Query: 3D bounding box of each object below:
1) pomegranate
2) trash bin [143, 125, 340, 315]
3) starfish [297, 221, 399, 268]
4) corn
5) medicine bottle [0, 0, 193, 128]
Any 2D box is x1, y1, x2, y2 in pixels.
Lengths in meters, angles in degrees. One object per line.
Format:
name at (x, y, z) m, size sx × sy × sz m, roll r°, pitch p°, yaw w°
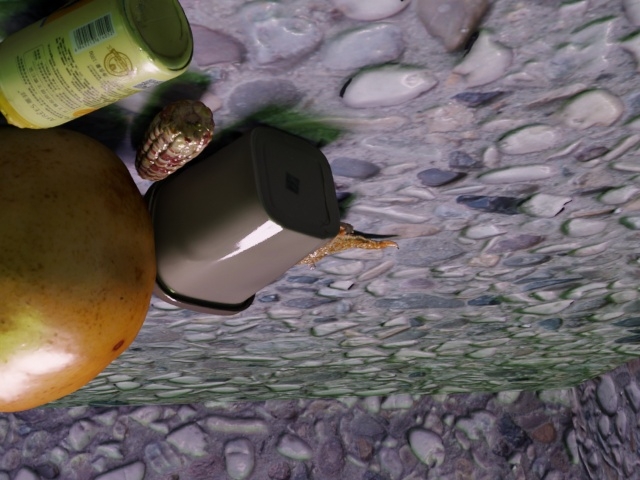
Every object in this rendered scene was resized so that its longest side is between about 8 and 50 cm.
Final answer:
pomegranate at (-0.435, 0.024, 1.252) m, size 0.417 × 0.416 × 0.416 m, roll -4°, pitch 160°, yaw -1°
trash bin at (-0.118, -0.034, 1.388) m, size 0.220 × 0.219 × 0.250 m, roll 14°, pitch 147°, yaw -43°
starfish at (-0.009, -0.002, 1.676) m, size 0.302 × 0.084 × 0.293 m, roll -2°, pitch 162°, yaw 6°
corn at (-0.211, -0.133, 1.274) m, size 0.079 × 0.079 × 0.237 m, roll 4°, pitch 167°, yaw -22°
medicine bottle at (-0.265, -0.205, 1.019) m, size 0.239 × 0.124 × 0.124 m, roll -15°, pitch 157°, yaw 29°
